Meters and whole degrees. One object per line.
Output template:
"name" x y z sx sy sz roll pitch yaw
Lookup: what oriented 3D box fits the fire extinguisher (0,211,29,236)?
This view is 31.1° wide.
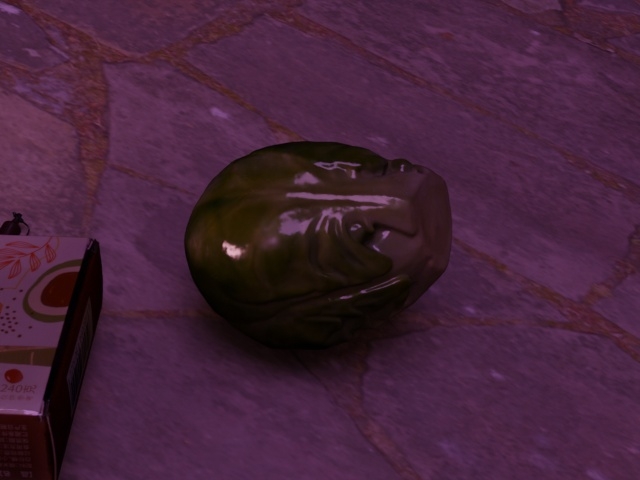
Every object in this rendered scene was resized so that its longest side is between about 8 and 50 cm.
"fire extinguisher" -0.459 0.021 1.658 0.049 0.035 0.173 14 50 7

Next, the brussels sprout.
"brussels sprout" 0.001 -0.001 1.580 0.354 0.289 0.281 -11 45 16

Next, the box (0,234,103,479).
"box" -0.488 0.133 1.419 0.385 0.122 0.344 2 34 -1
